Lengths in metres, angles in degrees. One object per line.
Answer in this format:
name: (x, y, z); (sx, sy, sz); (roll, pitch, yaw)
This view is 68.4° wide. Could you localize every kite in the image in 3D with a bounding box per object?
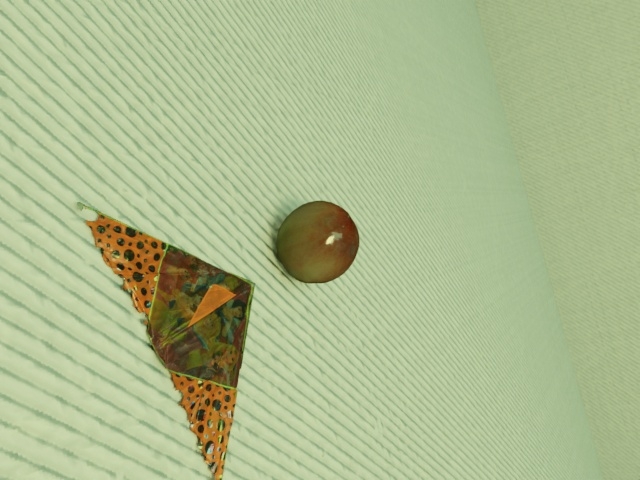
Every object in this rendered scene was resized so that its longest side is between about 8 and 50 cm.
kite: (-0.086, 0.059, 0.366); (0.125, 0.008, 0.223); (-34, 105, -55)

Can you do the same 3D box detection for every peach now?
peach: (-0.001, 0.002, 0.452); (0.083, 0.083, 0.083); (27, 56, -48)
